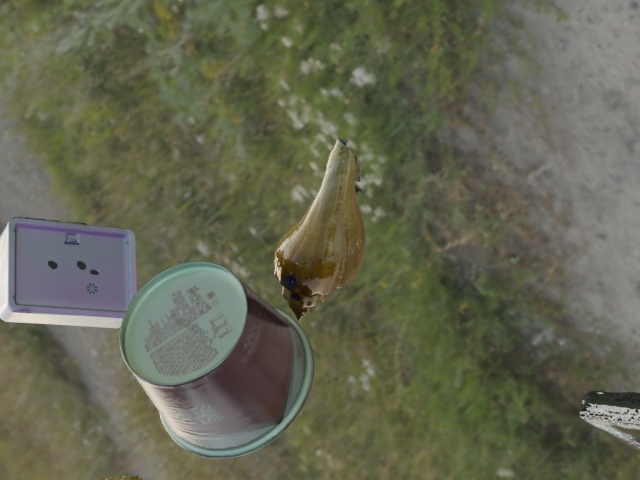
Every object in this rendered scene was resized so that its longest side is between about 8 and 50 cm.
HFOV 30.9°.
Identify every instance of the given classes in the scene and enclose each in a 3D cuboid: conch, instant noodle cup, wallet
[{"bbox_3d":[-0.004,0.003,1.473,0.109,0.093,0.330,39,146,20],"label":"conch"},{"bbox_3d":[-0.146,0.147,1.523,0.235,0.235,0.178,31,165,35],"label":"instant noodle cup"},{"bbox_3d":[0.380,0.211,1.110,0.250,0.044,0.149,30,167,-14],"label":"wallet"}]

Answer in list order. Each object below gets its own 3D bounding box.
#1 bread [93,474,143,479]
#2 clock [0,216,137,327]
[{"bbox_3d":[-0.301,0.385,1.444,0.174,0.245,0.121,35,124,42],"label":"bread"},{"bbox_3d":[-0.380,0.050,1.742,0.063,0.197,0.150,-35,55,54],"label":"clock"}]
